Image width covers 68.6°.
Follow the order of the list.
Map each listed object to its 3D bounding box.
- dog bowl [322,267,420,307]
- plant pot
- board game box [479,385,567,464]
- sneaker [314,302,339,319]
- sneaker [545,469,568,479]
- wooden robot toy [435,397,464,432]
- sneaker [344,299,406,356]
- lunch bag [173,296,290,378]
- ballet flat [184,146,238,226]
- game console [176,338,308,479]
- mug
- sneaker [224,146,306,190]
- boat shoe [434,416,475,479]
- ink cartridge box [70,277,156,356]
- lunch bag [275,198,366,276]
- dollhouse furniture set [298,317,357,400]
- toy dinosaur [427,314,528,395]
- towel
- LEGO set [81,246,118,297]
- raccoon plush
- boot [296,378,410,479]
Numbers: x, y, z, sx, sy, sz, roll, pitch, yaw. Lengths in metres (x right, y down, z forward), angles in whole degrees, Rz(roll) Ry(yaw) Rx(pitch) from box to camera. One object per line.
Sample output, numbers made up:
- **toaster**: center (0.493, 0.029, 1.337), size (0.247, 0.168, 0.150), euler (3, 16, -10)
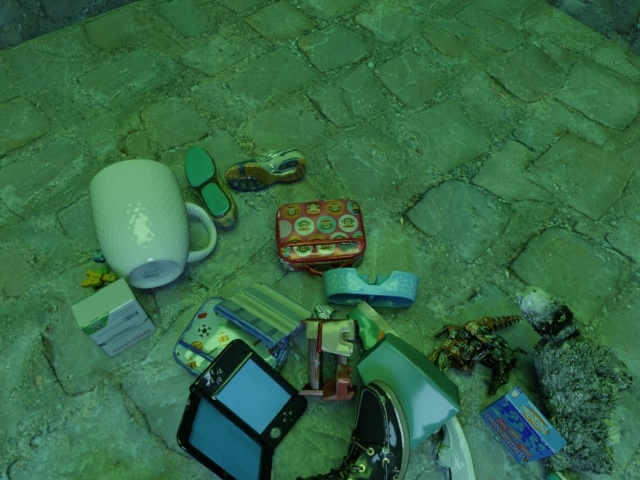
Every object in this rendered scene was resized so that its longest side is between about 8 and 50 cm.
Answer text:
- **dog bowl**: center (0.152, 0.148, 1.418), size (0.296, 0.166, 0.074), euler (3, 67, 0)
- **plant pot**: center (0.216, 0.366, 1.213), size (0.165, 0.165, 0.234), euler (-44, 82, 11)
- **board game box**: center (0.505, 0.475, 1.193), size (0.047, 0.210, 0.160), euler (-30, 63, -18)
- **sneaker**: center (0.028, 0.233, 1.429), size (0.069, 0.038, 0.098), euler (-16, 60, -10)
- **sneaker**: center (0.589, 0.702, 1.123), size (0.109, 0.107, 0.276), euler (-7, 56, 9)
- **wooden robot toy**: center (0.336, 0.499, 1.258), size (0.173, 0.076, 0.079), euler (-27, 73, -17)
- **sneaker**: center (0.186, 0.320, 1.353), size (0.121, 0.108, 0.302), euler (-43, 72, -5)
- **lunch bag**: center (-0.245, 0.317, 1.327), size (0.303, 0.115, 0.243), euler (25, 63, 14)
- **ballet flat**: center (-0.379, -0.180, 1.630), size (0.123, 0.123, 0.349), euler (-23, 59, -16)
- **game console**: center (-0.170, 0.432, 1.134), size (0.250, 0.173, 0.293), euler (-48, 111, -16)
- **mug**: center (-0.503, -0.035, 1.468), size (0.373, 0.276, 0.328), euler (1, 55, -39)
- **sneaker**: center (-0.202, -0.267, 1.711), size (0.296, 0.112, 0.131), euler (-9, 41, -9)
- **boat shoe**: center (0.333, 0.551, 1.185), size (0.081, 0.079, 0.228), euler (-12, 84, -1)
- **ink cartridge box**: center (-0.574, 0.221, 1.318), size (0.153, 0.208, 0.087), euler (-31, 61, -20)
- **lunch bag**: center (0.000, 0.000, 1.534), size (0.292, 0.120, 0.258), euler (-5, 62, -3)
- **dollhouse furniture set**: center (0.010, 0.294, 1.158), size (0.152, 0.374, 0.202), euler (0, 81, 7)
- **toy dinosaur**: center (0.459, 0.299, 1.347), size (0.322, 0.164, 0.218), euler (-41, 51, -5)
- **towel**: center (-0.153, 0.203, 1.340), size (0.209, 0.285, 0.034), euler (28, 106, 14)
- **LEGO set**: center (-0.663, 0.105, 1.458), size (0.093, 0.087, 0.227), euler (7, 59, 3)
- **raccoon plush**: center (0.596, 0.377, 1.203), size (0.446, 0.216, 0.299), euler (40, 54, -6)
- **boot**: center (0.050, 0.524, 1.053), size (0.284, 0.378, 0.138), euler (-3, 10, -33)
